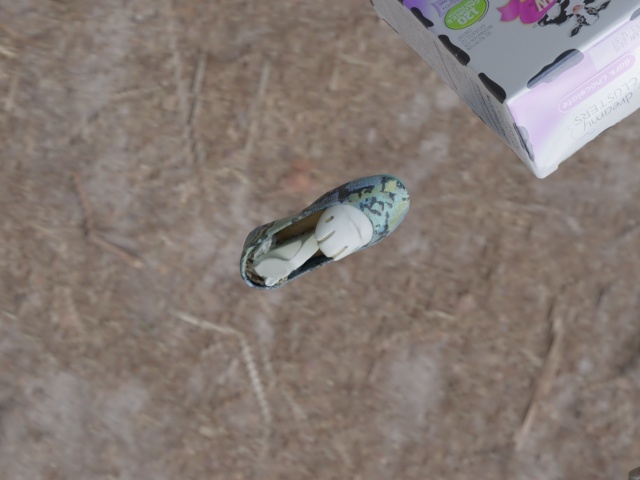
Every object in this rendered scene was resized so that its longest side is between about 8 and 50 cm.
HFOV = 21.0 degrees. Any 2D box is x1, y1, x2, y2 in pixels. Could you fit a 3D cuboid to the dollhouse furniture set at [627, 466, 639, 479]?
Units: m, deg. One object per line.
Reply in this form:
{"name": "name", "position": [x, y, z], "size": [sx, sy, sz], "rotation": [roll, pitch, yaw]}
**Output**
{"name": "dollhouse furniture set", "position": [0.316, 0.142, 1.300], "size": [0.198, 0.286, 0.303], "rotation": [-19, 115, -35]}

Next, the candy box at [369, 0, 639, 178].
{"name": "candy box", "position": [0.133, -0.153, 0.998], "size": [0.165, 0.196, 0.070], "rotation": [-35, 135, -3]}

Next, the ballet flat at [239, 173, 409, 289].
{"name": "ballet flat", "position": [0.000, 0.000, 1.553], "size": [0.070, 0.188, 0.070], "rotation": [27, 50, -37]}
